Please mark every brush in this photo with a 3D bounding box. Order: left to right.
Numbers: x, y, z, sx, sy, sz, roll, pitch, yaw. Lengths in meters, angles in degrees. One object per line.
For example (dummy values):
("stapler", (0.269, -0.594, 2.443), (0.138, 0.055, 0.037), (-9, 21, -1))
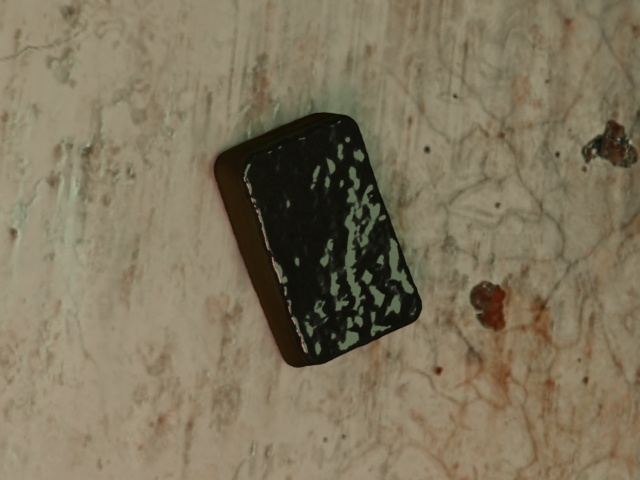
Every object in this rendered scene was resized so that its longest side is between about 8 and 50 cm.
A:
("brush", (0.000, 0.000, 1.633), (0.123, 0.059, 0.197), (-25, 101, -23))
